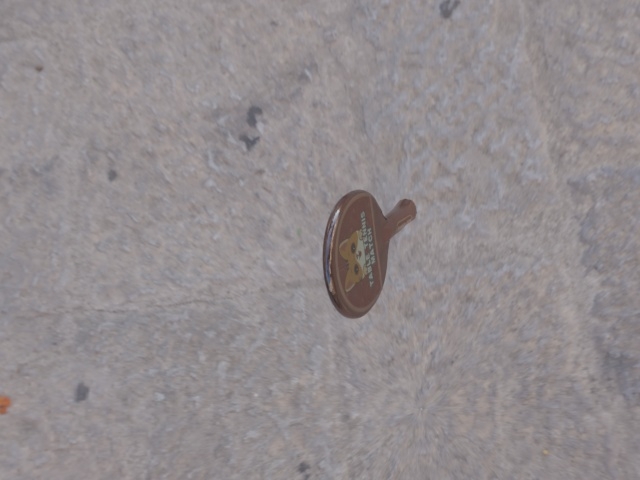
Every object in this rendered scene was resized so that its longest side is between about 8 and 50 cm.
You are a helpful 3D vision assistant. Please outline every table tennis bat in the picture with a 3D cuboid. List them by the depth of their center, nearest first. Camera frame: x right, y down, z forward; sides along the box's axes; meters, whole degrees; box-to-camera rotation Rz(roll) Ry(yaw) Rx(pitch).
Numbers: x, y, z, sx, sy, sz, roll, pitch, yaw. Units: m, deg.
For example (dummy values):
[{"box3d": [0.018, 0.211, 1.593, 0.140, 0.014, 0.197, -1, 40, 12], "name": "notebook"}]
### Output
[{"box3d": [0.000, 0.000, 0.826, 0.119, 0.170, 0.107, 2, 111, 29], "name": "table tennis bat"}]
